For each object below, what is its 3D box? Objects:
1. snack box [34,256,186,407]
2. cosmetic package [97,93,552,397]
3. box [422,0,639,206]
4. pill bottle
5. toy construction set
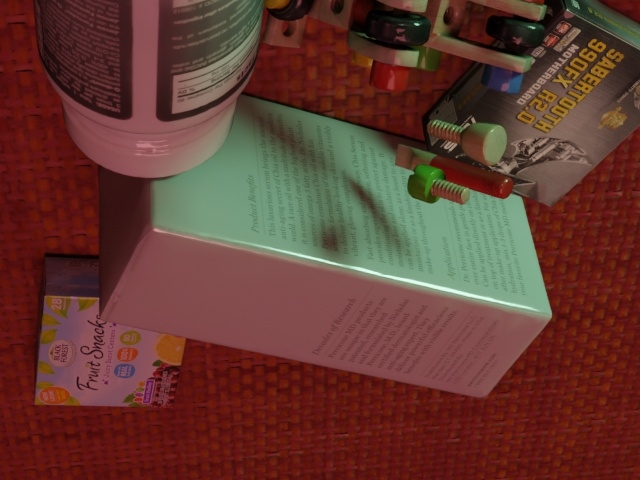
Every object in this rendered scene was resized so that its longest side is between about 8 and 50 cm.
[{"bbox_3d":[-0.251,0.113,1.900,0.174,0.070,0.207,3,135,-13],"label":"snack box"},{"bbox_3d":[0.000,0.000,1.702,0.453,0.230,0.161,14,134,-22],"label":"cosmetic package"},{"bbox_3d":[0.249,-0.152,1.704,0.183,0.056,0.231,23,129,-29],"label":"box"},{"bbox_3d":[-0.154,-0.227,1.427,0.210,0.210,0.363,-1,148,-8],"label":"pill bottle"},{"bbox_3d":[0.068,-0.193,1.545,0.237,0.257,0.309,19,131,36],"label":"toy construction set"}]
